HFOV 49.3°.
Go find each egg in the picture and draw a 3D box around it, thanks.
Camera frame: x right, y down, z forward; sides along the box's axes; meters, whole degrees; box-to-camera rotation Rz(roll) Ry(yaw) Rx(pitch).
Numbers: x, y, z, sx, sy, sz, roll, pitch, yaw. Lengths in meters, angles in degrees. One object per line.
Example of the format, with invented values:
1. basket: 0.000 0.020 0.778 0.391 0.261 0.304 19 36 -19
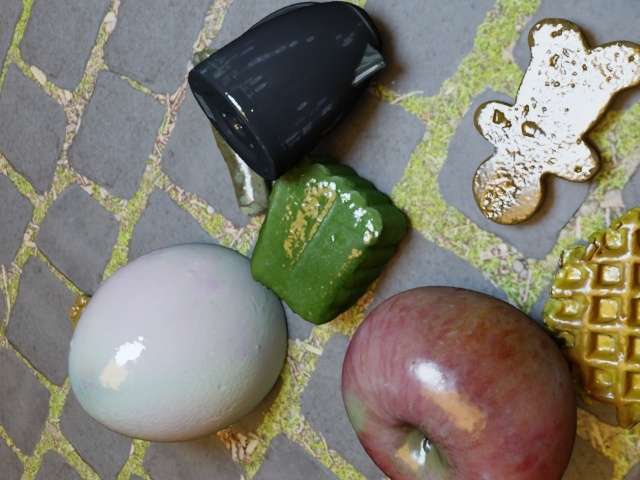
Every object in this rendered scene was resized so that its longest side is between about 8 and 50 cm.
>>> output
1. egg: -0.281 0.193 1.238 0.354 0.340 0.355 5 101 29

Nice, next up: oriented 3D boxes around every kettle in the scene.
1. kettle: -0.051 -0.275 1.099 0.290 0.207 0.268 -42 53 -12

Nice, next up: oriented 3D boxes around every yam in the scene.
1. yam: -0.158 -0.197 1.267 0.071 0.067 0.317 -22 84 45

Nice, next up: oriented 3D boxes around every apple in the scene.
1. apple: 0.201 0.219 1.004 0.344 0.269 0.345 25 131 32

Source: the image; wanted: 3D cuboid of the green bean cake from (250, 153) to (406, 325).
1. green bean cake: 0.000 0.000 1.170 0.222 0.125 0.248 40 112 22

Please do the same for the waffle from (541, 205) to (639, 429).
1. waffle: 0.454 0.109 0.943 0.325 0.068 0.302 -47 73 26

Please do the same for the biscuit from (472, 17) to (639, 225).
1. biscuit: 0.319 -0.159 0.999 0.197 0.049 0.302 35 113 27

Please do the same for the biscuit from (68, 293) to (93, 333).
1. biscuit: -0.479 0.232 1.537 0.184 0.035 0.249 -22 85 31
